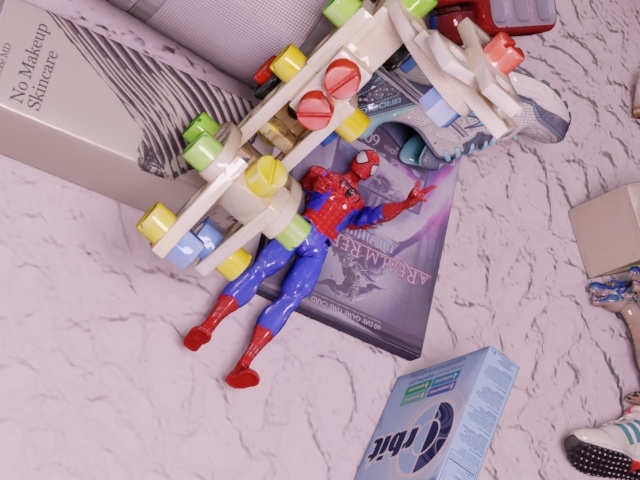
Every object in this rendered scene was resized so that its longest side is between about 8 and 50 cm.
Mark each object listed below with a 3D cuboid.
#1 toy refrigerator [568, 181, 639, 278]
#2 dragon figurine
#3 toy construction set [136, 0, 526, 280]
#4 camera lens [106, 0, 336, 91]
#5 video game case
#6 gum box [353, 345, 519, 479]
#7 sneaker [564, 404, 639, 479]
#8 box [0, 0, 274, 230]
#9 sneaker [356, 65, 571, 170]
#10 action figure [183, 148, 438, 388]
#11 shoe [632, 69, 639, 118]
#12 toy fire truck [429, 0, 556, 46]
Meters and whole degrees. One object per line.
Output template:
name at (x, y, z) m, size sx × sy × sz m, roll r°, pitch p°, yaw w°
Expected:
toy refrigerator at (0.433, -0.021, 1.434) m, size 0.269 × 0.102 × 0.094 m, roll -9°, pitch 78°, yaw -33°
dragon figurine at (0.426, 0.137, 1.385) m, size 0.289 × 0.085 × 0.144 m, roll 28°, pitch 62°, yaw -18°
toy construction set at (0.007, -0.105, 0.996) m, size 0.151 × 0.327 × 0.215 m, roll 56°, pitch 21°, yaw -19°
camera lens at (-0.085, -0.282, 1.146) m, size 0.274 × 0.219 × 0.219 m, roll 30°, pitch 61°, yaw -19°
video game case at (0.045, -0.037, 1.257) m, size 0.196 × 0.026 × 0.274 m, roll 25°, pitch 62°, yaw -21°
gum box at (0.095, 0.197, 1.126) m, size 0.041 × 0.157 × 0.184 m, roll 37°, pitch 58°, yaw -15°
sneaker at (0.326, 0.215, 1.327) m, size 0.161 × 0.057 × 0.075 m, roll 15°, pitch 50°, yaw -24°
box at (-0.182, -0.106, 1.104) m, size 0.275 × 0.094 × 0.113 m, roll 21°, pitch 65°, yaw -24°
sneaker at (0.134, -0.127, 1.282) m, size 0.283 × 0.110 × 0.122 m, roll 12°, pitch 85°, yaw -24°
action figure at (0.000, 0.000, 1.127) m, size 0.091 × 0.139 × 0.280 m, roll 43°, pitch 55°, yaw -12°
shoe at (0.483, -0.184, 1.535) m, size 0.219 × 0.076 × 0.058 m, roll -2°, pitch 79°, yaw -29°
toy fire truck at (0.166, -0.342, 1.333) m, size 0.302 × 0.169 × 0.254 m, roll -17°, pitch 98°, yaw -53°
